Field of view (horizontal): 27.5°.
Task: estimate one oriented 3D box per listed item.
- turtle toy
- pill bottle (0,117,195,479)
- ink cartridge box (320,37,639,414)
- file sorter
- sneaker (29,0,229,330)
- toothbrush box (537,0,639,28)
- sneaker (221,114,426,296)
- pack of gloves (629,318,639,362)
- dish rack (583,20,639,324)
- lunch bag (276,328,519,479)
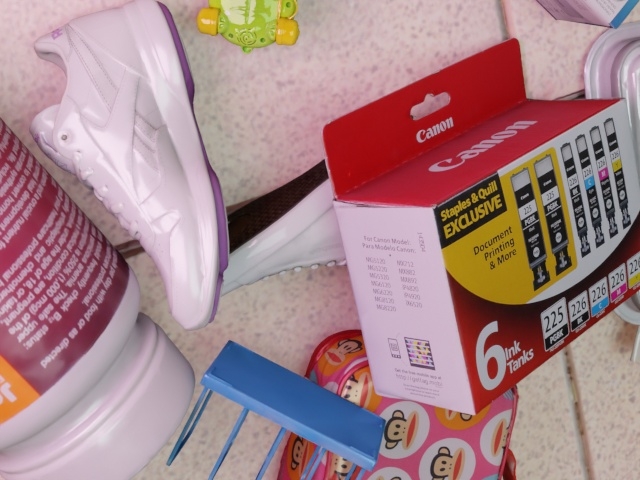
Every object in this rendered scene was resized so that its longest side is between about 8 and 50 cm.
[{"bbox_3d":[-0.059,-0.236,1.204,0.095,0.066,0.130,9,100,1],"label":"turtle toy"},{"bbox_3d":[-0.296,0.036,1.104,0.224,0.224,0.392,-41,114,-6],"label":"pill bottle"},{"bbox_3d":[0.168,-0.028,1.253,0.309,0.130,0.271,-30,114,-39],"label":"ink cartridge box"},{"bbox_3d":[-0.041,0.188,1.213,0.170,0.118,0.104,27,103,1],"label":"file sorter"},{"bbox_3d":[-0.169,-0.060,1.161,0.152,0.114,0.305,-14,78,-10],"label":"sneaker"},{"bbox_3d":[0.277,-0.387,1.258,0.216,0.126,0.295,37,90,-24],"label":"toothbrush box"},{"bbox_3d":[0.000,0.000,1.272,0.290,0.106,0.123,-32,111,-11],"label":"sneaker"},{"bbox_3d":[0.448,0.032,1.499,0.195,0.046,0.232,8,94,-19],"label":"pack of gloves"},{"bbox_3d":[0.436,-0.081,1.417,0.286,0.072,0.332,-12,103,-18],"label":"dish rack"},{"bbox_3d":[0.092,0.248,1.370,0.258,0.120,0.293,10,101,-24],"label":"lunch bag"}]
